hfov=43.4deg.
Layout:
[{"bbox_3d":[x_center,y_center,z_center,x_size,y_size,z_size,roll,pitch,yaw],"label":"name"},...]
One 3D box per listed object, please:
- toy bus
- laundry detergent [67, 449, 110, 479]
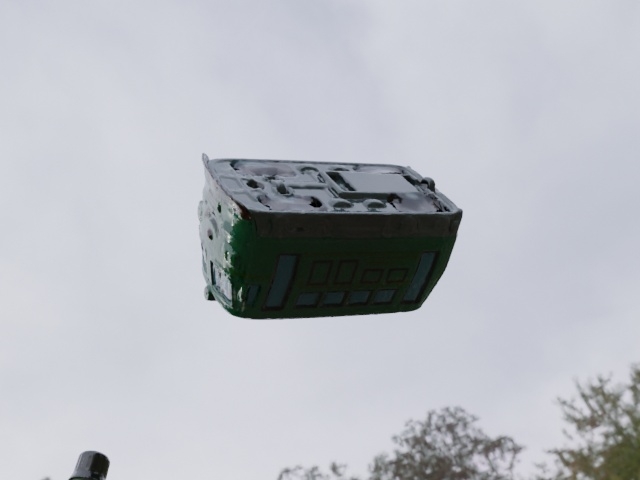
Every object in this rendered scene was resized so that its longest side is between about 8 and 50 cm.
[{"bbox_3d":[0.000,0.000,1.090,0.343,0.183,0.200,1,-61,-27],"label":"toy bus"},{"bbox_3d":[-0.278,0.342,0.885,0.099,0.226,0.070,23,-39,-19],"label":"laundry detergent"}]
